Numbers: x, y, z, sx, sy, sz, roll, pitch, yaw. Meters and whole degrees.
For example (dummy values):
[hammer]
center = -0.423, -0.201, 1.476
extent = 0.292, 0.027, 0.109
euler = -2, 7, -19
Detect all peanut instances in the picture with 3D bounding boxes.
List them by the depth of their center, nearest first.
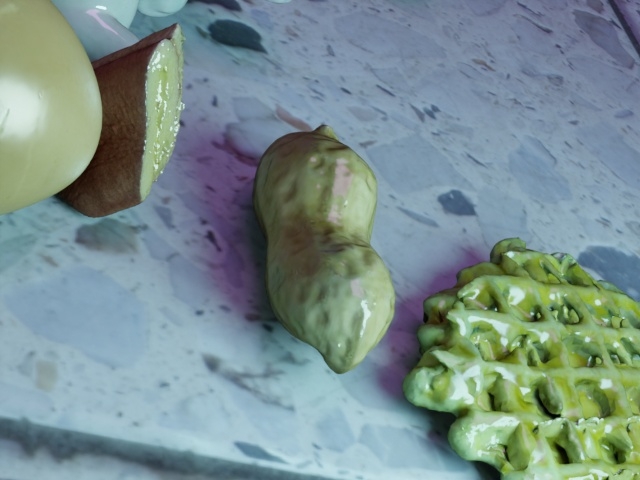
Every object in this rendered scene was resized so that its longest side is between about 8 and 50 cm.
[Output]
[peanut]
center = 0.000, 0.000, 1.073
extent = 0.101, 0.117, 0.263
euler = -1, 43, -6

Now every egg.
[egg]
center = -0.269, -0.111, 0.936
extent = 0.244, 0.201, 0.201
euler = 21, 34, -24

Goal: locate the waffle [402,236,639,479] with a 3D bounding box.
[waffle]
center = 0.217, 0.122, 1.106
extent = 0.297, 0.073, 0.317
euler = 36, 34, 8

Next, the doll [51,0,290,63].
[doll]
center = -0.198, -0.282, 1.248
extent = 0.365, 0.187, 0.376
euler = -36, 97, -45

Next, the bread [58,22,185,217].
[bread]
center = -0.169, -0.082, 1.051
extent = 0.067, 0.192, 0.119
euler = -33, 105, -58
